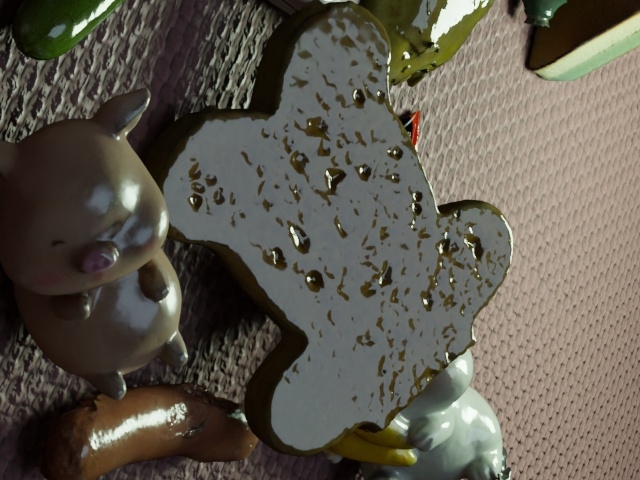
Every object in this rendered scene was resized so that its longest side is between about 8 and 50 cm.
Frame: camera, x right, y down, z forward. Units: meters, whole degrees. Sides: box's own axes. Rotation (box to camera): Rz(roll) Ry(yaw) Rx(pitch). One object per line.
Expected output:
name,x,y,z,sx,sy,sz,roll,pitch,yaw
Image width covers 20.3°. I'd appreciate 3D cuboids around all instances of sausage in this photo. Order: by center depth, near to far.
sausage,-0.158,0.182,1.723,0.326,0.079,0.087,1,86,-60

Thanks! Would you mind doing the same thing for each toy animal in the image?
toy animal,-0.198,0.005,1.532,0.166,0.154,0.250,-29,131,-25
toy animal,0.109,0.156,2.069,0.247,0.182,0.310,-53,135,-44

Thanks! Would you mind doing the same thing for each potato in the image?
potato,0.118,-0.294,1.982,0.296,0.141,0.192,-62,149,-23

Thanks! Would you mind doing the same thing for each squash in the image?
squash,-0.189,-0.236,1.561,0.252,0.066,0.066,-50,138,-39

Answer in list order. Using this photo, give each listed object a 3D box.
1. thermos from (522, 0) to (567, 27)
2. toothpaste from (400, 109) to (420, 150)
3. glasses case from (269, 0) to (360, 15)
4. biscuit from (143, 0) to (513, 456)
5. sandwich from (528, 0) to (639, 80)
thermos,0.292,-0.372,2.320,0.073,0.083,0.188,6,95,-37
toothpaste,0.077,-0.105,2.066,0.193,0.045,0.071,-23,118,-61
glasses case,-0.038,-0.302,1.781,0.297,0.075,0.113,28,75,-57
biscuit,0.000,0.000,1.803,0.368,0.076,0.394,-45,114,-24
sandwich,0.395,-0.312,2.387,0.108,0.186,0.220,23,79,-56
